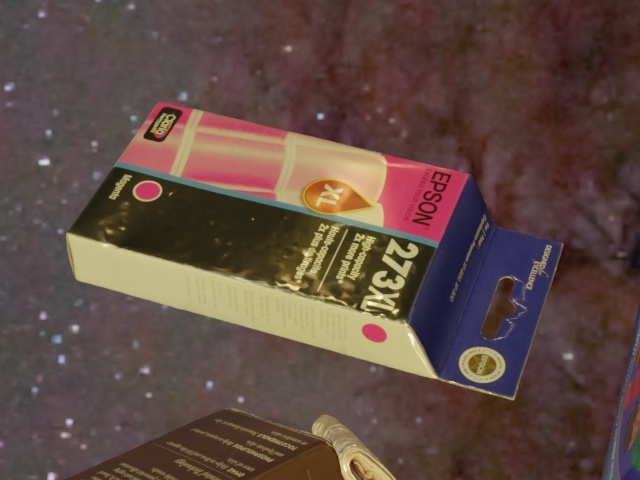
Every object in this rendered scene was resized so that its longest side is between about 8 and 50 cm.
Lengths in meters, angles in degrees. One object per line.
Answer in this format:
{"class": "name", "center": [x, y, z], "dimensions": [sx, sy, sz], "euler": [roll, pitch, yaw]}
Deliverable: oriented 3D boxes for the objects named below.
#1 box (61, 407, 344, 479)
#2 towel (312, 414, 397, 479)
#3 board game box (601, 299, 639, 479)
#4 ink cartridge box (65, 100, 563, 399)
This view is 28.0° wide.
{"class": "box", "center": [-0.093, 0.248, 0.956], "dimensions": [0.203, 0.167, 0.168], "euler": [-22, -75, -30]}
{"class": "towel", "center": [0.109, 0.371, 1.673], "dimensions": [0.317, 0.053, 0.332], "euler": [51, 173, -3]}
{"class": "board game box", "center": [0.307, 0.043, 0.979], "dimensions": [0.233, 0.078, 0.347], "euler": [96, -170, -72]}
{"class": "ink cartridge box", "center": [0.000, 0.000, 1.036], "dimensions": [0.069, 0.371, 0.176], "euler": [92, -161, -47]}
